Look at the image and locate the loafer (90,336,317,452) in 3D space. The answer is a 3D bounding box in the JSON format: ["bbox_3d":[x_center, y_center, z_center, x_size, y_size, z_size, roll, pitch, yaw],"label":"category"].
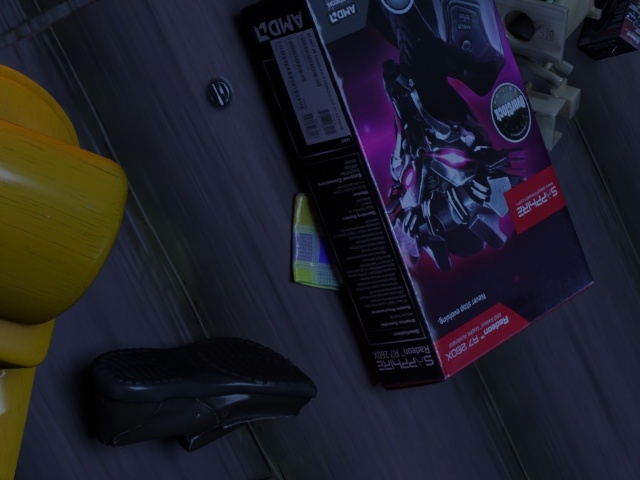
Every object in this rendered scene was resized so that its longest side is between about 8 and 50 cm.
[{"bbox_3d":[-0.102,0.131,1.532,0.220,0.080,0.078,3,115,-38],"label":"loafer"}]

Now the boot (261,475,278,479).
[{"bbox_3d":[-0.066,0.263,1.555,0.114,0.037,0.106,-21,84,-40],"label":"boot"}]

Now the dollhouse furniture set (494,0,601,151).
[{"bbox_3d":[0.218,-0.203,1.819,0.182,0.101,0.161,-47,147,-48],"label":"dollhouse furniture set"}]

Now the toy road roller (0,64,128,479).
[{"bbox_3d":[-0.267,0.032,1.303,0.202,0.240,0.330,20,73,-33],"label":"toy road roller"}]

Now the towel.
[{"bbox_3d":[0.000,0.000,1.654,0.060,0.009,0.083,11,78,-36],"label":"towel"}]

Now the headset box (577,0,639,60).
[{"bbox_3d":[0.298,-0.222,1.873,0.032,0.062,0.083,31,67,-29],"label":"headset box"}]

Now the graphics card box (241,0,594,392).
[{"bbox_3d":[0.095,-0.079,1.678,0.232,0.094,0.371,-27,100,-40],"label":"graphics card box"}]
